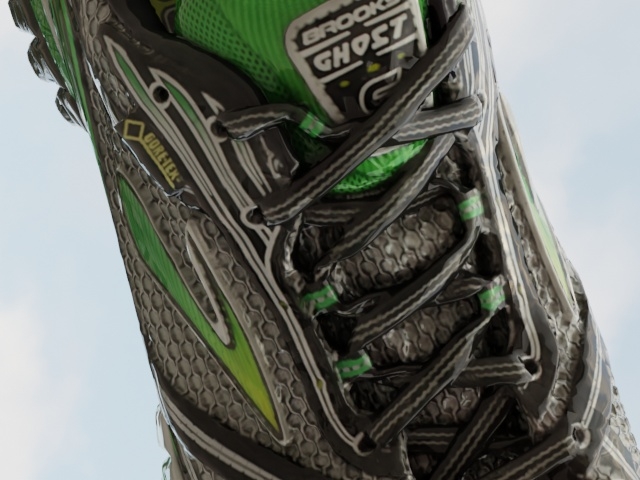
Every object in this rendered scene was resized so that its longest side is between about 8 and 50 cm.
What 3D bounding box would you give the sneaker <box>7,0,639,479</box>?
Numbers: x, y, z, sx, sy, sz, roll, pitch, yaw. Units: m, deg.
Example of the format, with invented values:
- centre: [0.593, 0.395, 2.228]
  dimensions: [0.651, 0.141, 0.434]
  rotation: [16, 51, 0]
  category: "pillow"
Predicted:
- centre: [0.000, 0.000, 0.474]
  dimensions: [0.343, 0.134, 0.146]
  rotation: [62, -13, 11]
  category: "sneaker"
